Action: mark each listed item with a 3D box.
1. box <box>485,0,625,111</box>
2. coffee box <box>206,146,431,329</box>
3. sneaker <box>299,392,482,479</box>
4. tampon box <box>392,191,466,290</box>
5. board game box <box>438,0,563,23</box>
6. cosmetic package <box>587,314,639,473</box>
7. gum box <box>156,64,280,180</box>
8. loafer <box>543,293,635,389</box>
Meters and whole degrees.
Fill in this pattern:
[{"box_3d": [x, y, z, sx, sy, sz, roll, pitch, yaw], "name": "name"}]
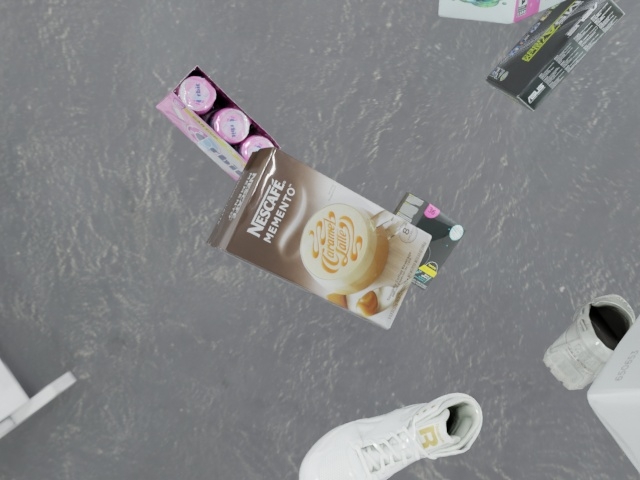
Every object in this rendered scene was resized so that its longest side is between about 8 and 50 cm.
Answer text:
[{"box_3d": [0.374, -0.313, 1.007, 0.045, 0.184, 0.190, 37, 108, -13], "name": "box"}, {"box_3d": [0.000, 0.000, 0.794, 0.247, 0.098, 0.141, 27, 85, -22], "name": "coffee box"}, {"box_3d": [0.117, 0.306, 0.936, 0.169, 0.293, 0.108, -41, 69, 51], "name": "sneaker"}, {"box_3d": [0.206, 0.001, 1.316, 0.120, 0.101, 0.161, 30, 97, -29], "name": "tampon box"}, {"box_3d": [0.236, -0.421, 0.686, 0.098, 0.224, 0.303, 19, 127, 33], "name": "board game box"}, {"box_3d": [0.512, 0.163, 0.481, 0.393, 0.327, 0.329, 54, 150, -4], "name": "cosmetic package"}, {"box_3d": [-0.160, -0.177, 0.977, 0.188, 0.107, 0.062, 43, 71, -21], "name": "gum box"}, {"box_3d": [0.486, 0.154, 1.043, 0.112, 0.319, 0.111, 49, 127, 15], "name": "loafer"}]
